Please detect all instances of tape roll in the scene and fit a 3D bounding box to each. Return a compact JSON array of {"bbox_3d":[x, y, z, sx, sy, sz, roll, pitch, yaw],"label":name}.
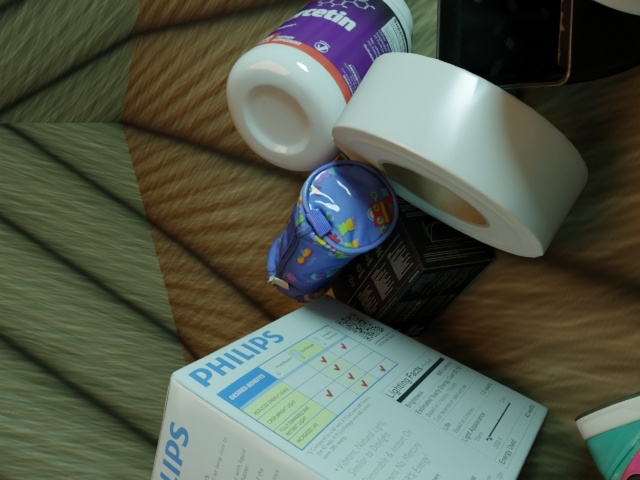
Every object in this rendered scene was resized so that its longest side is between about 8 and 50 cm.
[{"bbox_3d":[0.154,-0.094,0.739,0.100,0.286,0.286,-58,33,-1],"label":"tape roll"}]

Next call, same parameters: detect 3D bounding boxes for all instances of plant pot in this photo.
[{"bbox_3d":[0.246,-0.253,0.667,0.187,0.167,0.188,16,110,59],"label":"plant pot"}]

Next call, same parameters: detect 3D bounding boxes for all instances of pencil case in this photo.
[{"bbox_3d":[0.000,0.000,0.883,0.119,0.133,0.306,54,158,6],"label":"pencil case"}]

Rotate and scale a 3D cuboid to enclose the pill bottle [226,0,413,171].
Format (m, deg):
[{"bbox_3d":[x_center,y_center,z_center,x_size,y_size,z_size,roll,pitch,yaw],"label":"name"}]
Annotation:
[{"bbox_3d":[0.017,-0.254,0.921,0.181,0.323,0.181,20,137,19],"label":"pill bottle"}]

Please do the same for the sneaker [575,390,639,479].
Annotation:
[{"bbox_3d":[0.372,0.206,0.565,0.295,0.124,0.178,124,135,-55],"label":"sneaker"}]

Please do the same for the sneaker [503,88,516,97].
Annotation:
[{"bbox_3d":[0.233,-0.212,0.820,0.061,0.054,0.152,51,138,50],"label":"sneaker"}]

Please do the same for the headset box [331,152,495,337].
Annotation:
[{"bbox_3d":[0.104,-0.013,1.013,0.283,0.131,0.246,67,148,29],"label":"headset box"}]

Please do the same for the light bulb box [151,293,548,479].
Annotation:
[{"bbox_3d":[0.043,0.278,0.794,0.361,0.358,0.225,25,112,24],"label":"light bulb box"}]

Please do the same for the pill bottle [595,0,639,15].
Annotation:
[{"bbox_3d":[0.249,-0.303,0.386,0.161,0.161,0.283,65,147,32],"label":"pill bottle"}]
